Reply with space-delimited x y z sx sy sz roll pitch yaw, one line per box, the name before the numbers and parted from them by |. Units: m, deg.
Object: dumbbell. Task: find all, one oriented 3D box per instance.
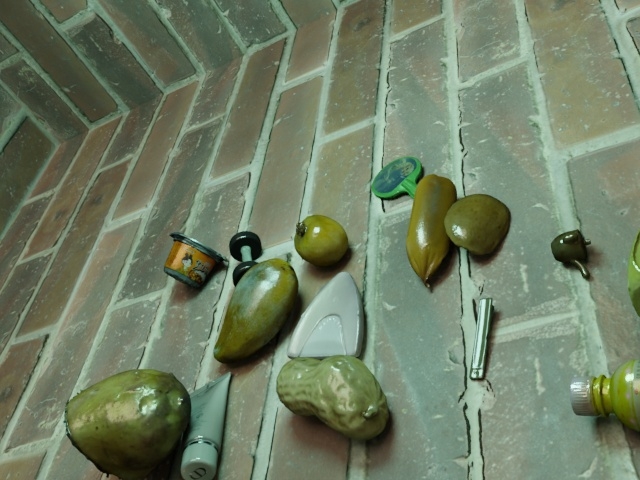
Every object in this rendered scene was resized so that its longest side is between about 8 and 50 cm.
dumbbell | -0.214 0.062 2.090 0.100 0.100 0.191 -30 34 9

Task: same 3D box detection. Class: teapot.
teapot | 0.534 0.029 1.511 0.080 0.085 0.111 -19 58 26

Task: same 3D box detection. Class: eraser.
eraser | 0.039 0.188 1.763 0.204 0.059 0.244 -8 48 35

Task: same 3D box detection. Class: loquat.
loquat | 0.000 0.000 1.941 0.137 0.163 0.163 -58 27 26

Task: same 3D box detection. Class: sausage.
sausage | 0.273 -0.028 1.774 0.112 0.112 0.328 -11 45 31

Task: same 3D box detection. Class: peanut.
peanut | 0.026 0.322 1.546 0.291 0.143 0.159 10 79 46

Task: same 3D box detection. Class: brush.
brush | 0.344 0.209 1.511 0.034 0.027 0.191 -12 49 37

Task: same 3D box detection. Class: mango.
mango | -0.174 0.187 1.877 0.316 0.146 0.192 -54 30 -13

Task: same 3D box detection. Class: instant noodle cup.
instant noodle cup | -0.404 0.069 2.201 0.208 0.177 0.126 18 74 34

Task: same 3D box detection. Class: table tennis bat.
table tennis bat | 0.235 -0.166 2.024 0.160 0.039 0.257 -40 33 -1

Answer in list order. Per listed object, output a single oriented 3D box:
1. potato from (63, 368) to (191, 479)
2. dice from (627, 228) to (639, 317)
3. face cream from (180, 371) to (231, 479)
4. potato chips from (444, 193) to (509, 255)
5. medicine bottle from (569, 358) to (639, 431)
potato | -0.422 0.412 1.703 0.237 0.301 0.289 -37 43 2
dice | 0.662 0.061 1.278 0.169 0.169 0.166 3 50 44
face cream | -0.285 0.445 1.731 0.143 0.089 0.314 -32 28 13
potato chips | 0.378 -0.053 1.715 0.150 0.049 0.202 26 47 18
medicine bottle | 0.535 0.261 1.200 0.212 0.122 0.122 -9 43 34
